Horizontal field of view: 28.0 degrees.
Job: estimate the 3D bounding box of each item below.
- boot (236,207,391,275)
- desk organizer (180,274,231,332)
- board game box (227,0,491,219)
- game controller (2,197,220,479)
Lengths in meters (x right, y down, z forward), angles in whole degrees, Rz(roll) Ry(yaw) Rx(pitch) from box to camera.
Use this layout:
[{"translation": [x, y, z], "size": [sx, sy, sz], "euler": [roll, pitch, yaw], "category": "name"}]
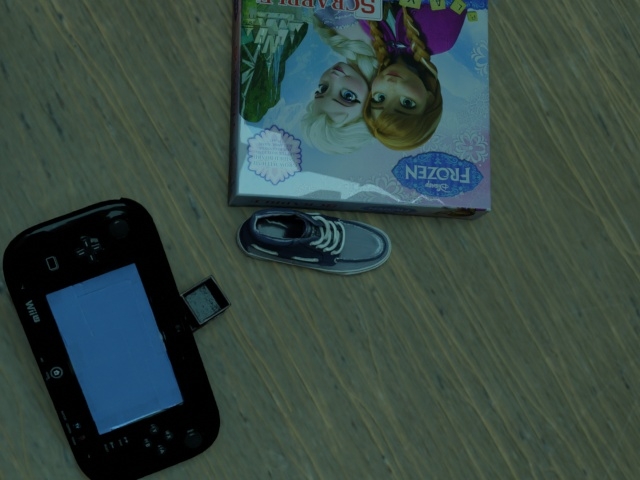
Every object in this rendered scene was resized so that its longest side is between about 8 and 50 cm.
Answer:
[{"translation": [0.000, 0.000, 1.514], "size": [0.190, 0.086, 0.069], "euler": [2, 79, -13], "category": "boot"}, {"translation": [-0.169, 0.093, 1.474], "size": [0.130, 0.050, 0.047], "euler": [-33, 89, -17], "category": "desk organizer"}, {"translation": [0.050, -0.192, 1.573], "size": [0.319, 0.066, 0.318], "euler": [2, 79, -13], "category": "board game box"}, {"translation": [-0.223, 0.114, 1.393], "size": [0.166, 0.067, 0.319], "euler": [-24, 112, -18], "category": "game controller"}]
